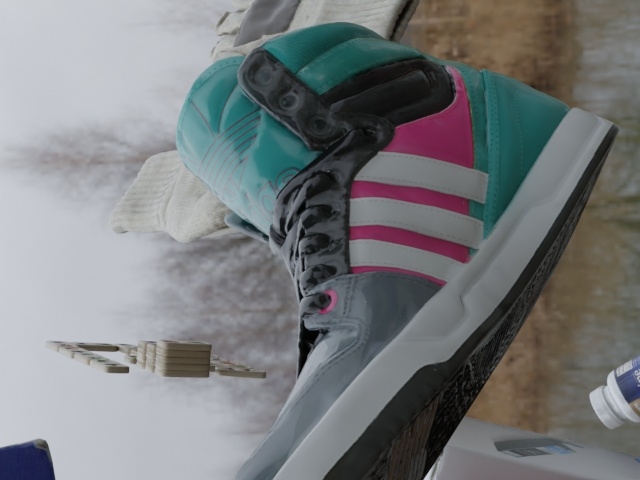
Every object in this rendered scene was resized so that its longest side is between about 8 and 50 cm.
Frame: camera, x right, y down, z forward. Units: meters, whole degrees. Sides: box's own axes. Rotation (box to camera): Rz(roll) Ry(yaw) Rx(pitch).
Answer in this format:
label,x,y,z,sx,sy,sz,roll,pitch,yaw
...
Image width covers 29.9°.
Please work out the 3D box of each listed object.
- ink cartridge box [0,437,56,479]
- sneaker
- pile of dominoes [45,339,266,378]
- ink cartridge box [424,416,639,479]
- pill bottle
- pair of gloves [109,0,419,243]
label,x,y,z,sx,sy,sz,roll,pitch,yaw
ink cartridge box,-0.244,0.253,0.457,0.071,0.330,0.324,113,144,-65
sneaker,0.000,0.000,0.525,0.295,0.178,0.123,-48,-20,-43
pile of dominoes,-0.198,0.127,1.428,0.251,0.196,0.040,6,91,60
ink cartridge box,0.222,0.217,0.922,0.261,0.296,0.066,-135,59,-81
pill bottle,0.371,0.165,1.364,0.067,0.120,0.067,41,-153,-26
pair of gloves,-0.048,-0.100,0.855,0.042,0.204,0.240,42,-111,-33
